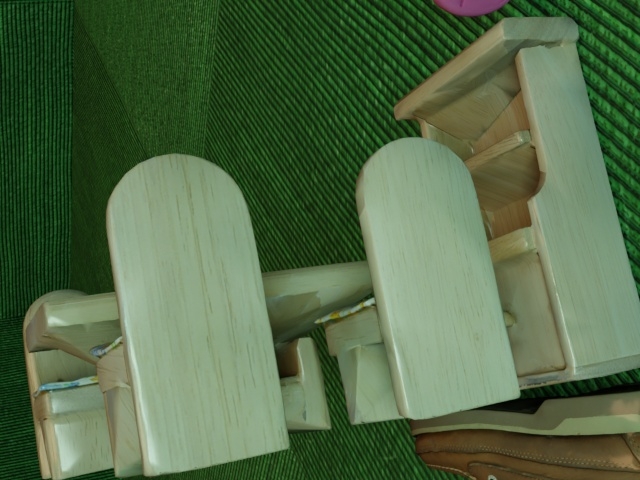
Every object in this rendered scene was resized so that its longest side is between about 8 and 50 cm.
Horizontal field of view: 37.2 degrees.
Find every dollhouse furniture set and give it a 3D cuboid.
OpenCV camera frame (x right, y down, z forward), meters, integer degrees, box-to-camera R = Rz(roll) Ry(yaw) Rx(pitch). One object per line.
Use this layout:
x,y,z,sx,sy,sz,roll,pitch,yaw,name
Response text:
0.000,0.000,0.660,0.362,0.394,0.256,148,113,-64,dollhouse furniture set

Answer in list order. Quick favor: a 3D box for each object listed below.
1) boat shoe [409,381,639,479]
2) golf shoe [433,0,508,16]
0.161,0.167,0.694,0.307,0.111,0.104,152,111,-65,boat shoe
0.118,-0.319,0.686,0.140,0.115,0.306,-132,47,-68,golf shoe
